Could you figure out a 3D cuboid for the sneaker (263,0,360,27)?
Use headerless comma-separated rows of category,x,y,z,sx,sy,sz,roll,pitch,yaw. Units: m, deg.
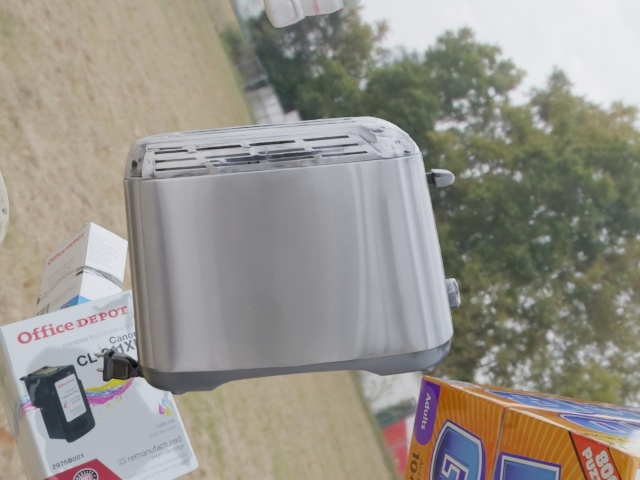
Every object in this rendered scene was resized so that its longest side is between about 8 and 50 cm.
sneaker,0.010,-0.300,0.771,0.090,0.115,0.232,69,23,-67

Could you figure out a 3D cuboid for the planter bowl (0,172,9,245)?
planter bowl,-0.276,-0.020,0.529,0.162,0.109,0.162,-15,90,-72

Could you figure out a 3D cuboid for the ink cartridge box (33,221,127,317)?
ink cartridge box,-0.410,0.093,1.390,0.086,0.148,0.203,32,40,-35

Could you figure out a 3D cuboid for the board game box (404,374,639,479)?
board game box,0.311,0.368,0.861,0.356,0.356,0.356,-177,-82,-69

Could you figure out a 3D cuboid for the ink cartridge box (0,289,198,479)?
ink cartridge box,-0.204,0.147,0.723,0.072,0.127,0.175,-39,-108,55

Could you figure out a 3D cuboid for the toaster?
toaster,-0.030,0.003,0.501,0.129,0.227,0.146,-87,172,-80
